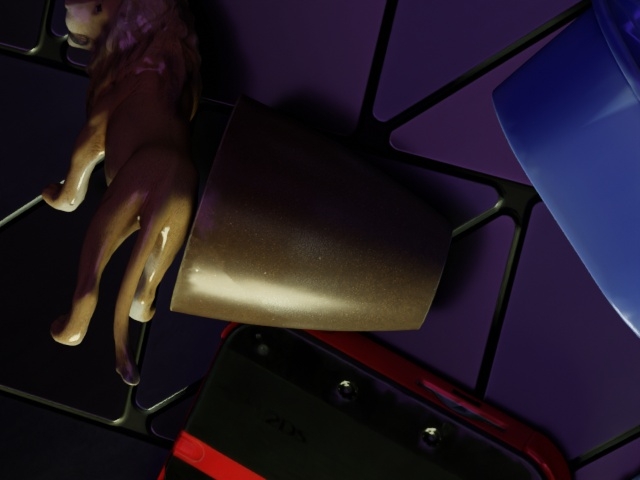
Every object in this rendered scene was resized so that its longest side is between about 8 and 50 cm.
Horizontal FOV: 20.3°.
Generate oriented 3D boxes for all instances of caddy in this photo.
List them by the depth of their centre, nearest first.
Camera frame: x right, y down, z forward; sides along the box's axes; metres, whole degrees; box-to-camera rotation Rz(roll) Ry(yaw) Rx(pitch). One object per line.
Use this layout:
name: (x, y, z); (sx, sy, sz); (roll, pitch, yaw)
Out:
caddy: (0.307, -0.070, 1.554); (0.179, 0.241, 0.341); (-34, 87, 22)

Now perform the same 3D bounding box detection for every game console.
game console: (0.024, 0.274, 1.784); (0.386, 0.060, 0.342); (28, 109, 13)

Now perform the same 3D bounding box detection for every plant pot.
plant pot: (0.000, 0.000, 1.689); (0.230, 0.215, 0.215); (19, 102, -1)

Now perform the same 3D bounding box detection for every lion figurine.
lion figurine: (-0.168, -0.073, 1.678); (0.240, 0.142, 0.392); (-59, 34, 29)

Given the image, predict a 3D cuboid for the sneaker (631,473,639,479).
sneaker: (0.313, 0.254, 1.695); (0.098, 0.038, 0.069); (-42, 83, 17)
